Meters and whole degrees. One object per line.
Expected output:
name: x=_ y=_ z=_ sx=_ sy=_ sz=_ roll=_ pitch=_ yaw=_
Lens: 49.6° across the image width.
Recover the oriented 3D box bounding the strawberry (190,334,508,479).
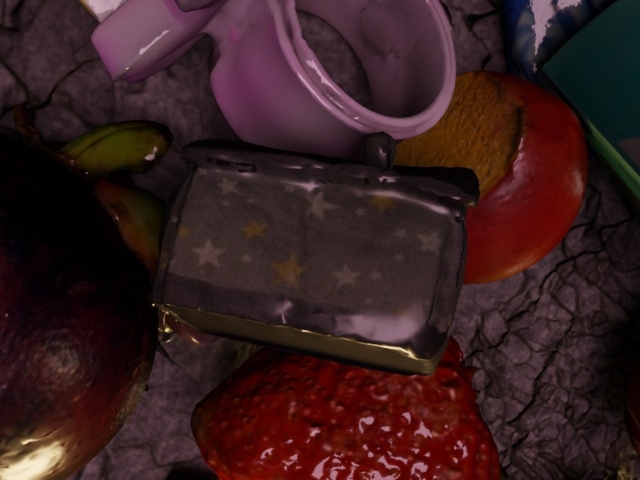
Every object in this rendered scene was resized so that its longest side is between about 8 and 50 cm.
strawberry: x=0.019 y=0.181 z=0.643 sx=0.276 sy=0.257 sz=0.257 roll=6 pitch=106 yaw=-24

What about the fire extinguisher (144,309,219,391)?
fire extinguisher: x=-0.076 y=0.028 z=0.661 sx=0.269 sy=0.105 sz=0.105 roll=-35 pitch=110 yaw=0

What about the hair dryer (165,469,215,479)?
hair dryer: x=-0.155 y=0.349 z=0.779 sx=0.100 sy=0.057 sz=0.198 roll=23 pitch=110 yaw=-17

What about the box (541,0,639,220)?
box: x=0.347 y=-0.052 z=0.625 sx=0.118 sy=0.205 sz=0.311 roll=-38 pitch=128 yaw=16

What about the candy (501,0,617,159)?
candy: x=0.252 y=-0.231 z=0.663 sx=0.187 sy=0.077 sz=0.331 roll=-12 pitch=112 yaw=-5

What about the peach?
peach: x=0.139 y=-0.056 z=0.627 sx=0.190 sy=0.190 sz=0.192 roll=-24 pitch=146 yaw=-4

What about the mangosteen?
mangosteen: x=-0.251 y=0.027 z=0.527 sx=0.306 sy=0.306 sz=0.359 roll=42 pitch=84 yaw=-20

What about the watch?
watch: x=-0.003 y=-0.155 z=0.546 sx=0.217 sy=0.211 sz=0.248 roll=50 pitch=51 yaw=-13

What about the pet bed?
pet bed: x=0.000 y=0.000 z=0.510 sx=0.211 sy=0.183 sz=0.159 roll=11 pitch=76 yaw=9

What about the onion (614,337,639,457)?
onion: x=0.441 y=0.169 z=0.781 sx=0.248 sy=0.161 sz=0.248 roll=-5 pitch=113 yaw=-12

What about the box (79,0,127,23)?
box: x=-0.192 y=-0.321 z=0.532 sx=0.168 sy=0.097 sz=0.265 roll=-39 pitch=110 yaw=2
